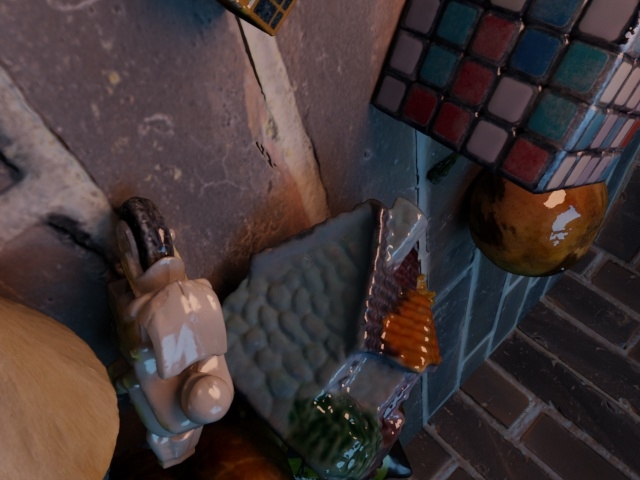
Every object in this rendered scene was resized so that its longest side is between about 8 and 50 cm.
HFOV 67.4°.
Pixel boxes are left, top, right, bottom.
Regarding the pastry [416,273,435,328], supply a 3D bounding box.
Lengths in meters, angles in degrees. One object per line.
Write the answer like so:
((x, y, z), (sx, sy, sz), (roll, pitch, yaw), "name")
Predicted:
((0.212, 0.198, 1.197), (0.154, 0.102, 0.249), (-31, 141, -31), "pastry")

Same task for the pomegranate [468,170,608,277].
((0.499, -0.068, 1.117), (0.322, 0.322, 0.322), (-32, 144, -27), "pomegranate")

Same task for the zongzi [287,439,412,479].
((-0.011, 0.343, 0.968), (0.384, 0.319, 0.362), (-13, 137, -20), "zongzi")

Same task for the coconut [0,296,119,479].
((-0.300, 0.156, 0.342), (0.329, 0.329, 0.328), (-32, 144, -27), "coconut")

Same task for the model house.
((0.071, 0.116, 0.740), (0.339, 0.297, 0.360), (-54, 155, 1), "model house")

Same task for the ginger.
((-0.176, 0.340, 0.692), (0.358, 0.274, 0.152), (-27, 130, 21), "ginger")

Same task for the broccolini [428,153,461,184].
((0.268, -0.160, 0.975), (0.140, 0.030, 0.035), (-42, 156, -22), "broccolini")

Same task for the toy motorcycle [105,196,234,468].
((-0.171, 0.132, 0.541), (0.108, 0.223, 0.340), (-18, 138, -37), "toy motorcycle")

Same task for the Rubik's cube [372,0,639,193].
((0.299, -0.258, 0.658), (0.293, 0.287, 0.291), (-14, 134, -44), "Rubik's cube")

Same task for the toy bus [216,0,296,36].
((-0.035, -0.280, 0.403), (0.182, 0.091, 0.103), (-55, 150, 10), "toy bus")
